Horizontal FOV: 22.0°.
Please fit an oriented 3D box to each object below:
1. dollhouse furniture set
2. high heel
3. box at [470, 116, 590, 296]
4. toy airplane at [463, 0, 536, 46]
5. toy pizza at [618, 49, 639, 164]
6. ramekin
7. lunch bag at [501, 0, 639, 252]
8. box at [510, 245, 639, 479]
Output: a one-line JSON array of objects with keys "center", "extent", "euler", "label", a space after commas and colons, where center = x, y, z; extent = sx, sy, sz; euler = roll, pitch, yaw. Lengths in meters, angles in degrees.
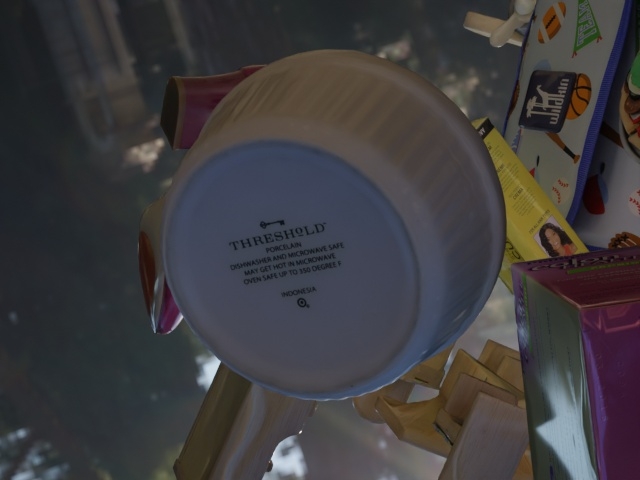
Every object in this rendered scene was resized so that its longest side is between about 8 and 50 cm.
[{"center": [0.078, 0.227, 1.765], "extent": [0.394, 0.256, 0.362], "euler": [22, -173, -16], "label": "dollhouse furniture set"}, {"center": [-0.107, -0.036, 1.924], "extent": [0.181, 0.377, 0.127], "euler": [-3, -135, -21], "label": "high heel"}, {"center": [0.193, -0.012, 1.624], "extent": [0.058, 0.232, 0.087], "euler": [-47, -162, -27], "label": "box"}, {"center": [0.429, -0.236, 2.193], "extent": [0.386, 0.272, 0.384], "euler": [0, -155, -21], "label": "toy airplane"}, {"center": [0.323, -0.151, 1.391], "extent": [0.201, 0.032, 0.201], "euler": [-41, -149, 31], "label": "toy pizza"}, {"center": [0.000, 0.000, 1.273], "extent": [0.273, 0.273, 0.127], "euler": [-13, -163, 27], "label": "ramekin"}, {"center": [0.374, -0.120, 1.766], "extent": [0.385, 0.328, 0.239], "euler": [14, -179, 32], "label": "lunch bag"}, {"center": [0.243, 0.130, 1.314], "extent": [0.117, 0.214, 0.243], "euler": [-8, -173, -5], "label": "box"}]
